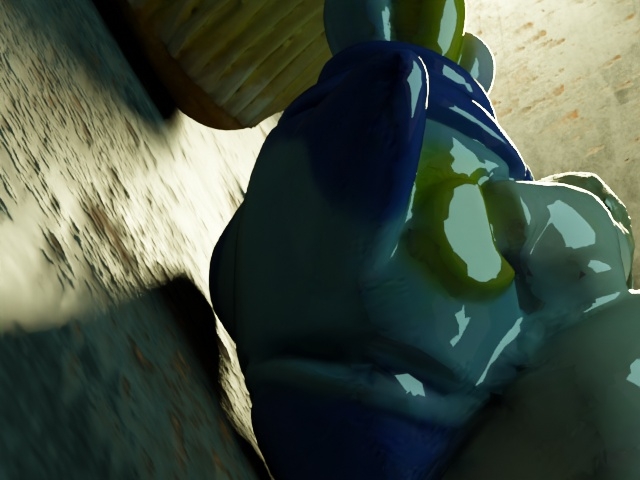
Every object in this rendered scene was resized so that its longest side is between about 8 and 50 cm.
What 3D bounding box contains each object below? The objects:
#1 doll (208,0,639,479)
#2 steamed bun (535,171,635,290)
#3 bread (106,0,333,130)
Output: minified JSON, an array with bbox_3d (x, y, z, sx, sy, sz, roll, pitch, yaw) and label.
[{"bbox_3d":[0.073,0.043,0.734,0.365,0.187,0.376,48,24,2],"label":"doll"},{"bbox_3d":[0.170,0.104,1.356,0.324,0.230,0.372,87,15,-46],"label":"steamed bun"},{"bbox_3d":[-0.069,-0.180,1.114,0.204,0.156,0.288,51,8,-10],"label":"bread"}]
